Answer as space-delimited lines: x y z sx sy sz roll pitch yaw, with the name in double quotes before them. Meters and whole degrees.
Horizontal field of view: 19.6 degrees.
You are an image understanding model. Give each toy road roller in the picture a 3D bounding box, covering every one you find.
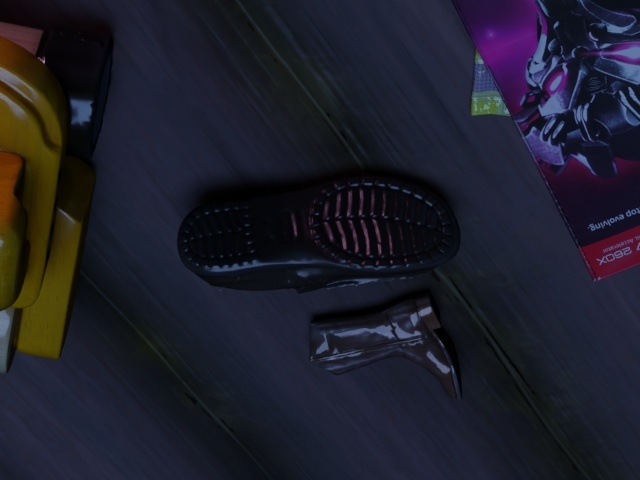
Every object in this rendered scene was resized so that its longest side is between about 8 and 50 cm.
"toy road roller" -0.280 -0.010 1.360 0.202 0.241 0.330 12 126 -4

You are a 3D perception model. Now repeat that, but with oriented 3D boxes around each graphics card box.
"graphics card box" 0.225 -0.165 1.301 0.232 0.094 0.371 -22 121 14

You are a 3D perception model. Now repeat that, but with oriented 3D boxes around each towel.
"towel" 0.144 -0.128 1.389 0.060 0.009 0.083 5 126 -1

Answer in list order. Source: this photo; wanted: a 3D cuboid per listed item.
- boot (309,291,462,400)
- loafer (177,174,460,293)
"boot" 0.053 0.100 1.542 0.114 0.037 0.106 -17 110 12
"loafer" 0.000 0.000 1.462 0.220 0.080 0.078 -1 158 3
